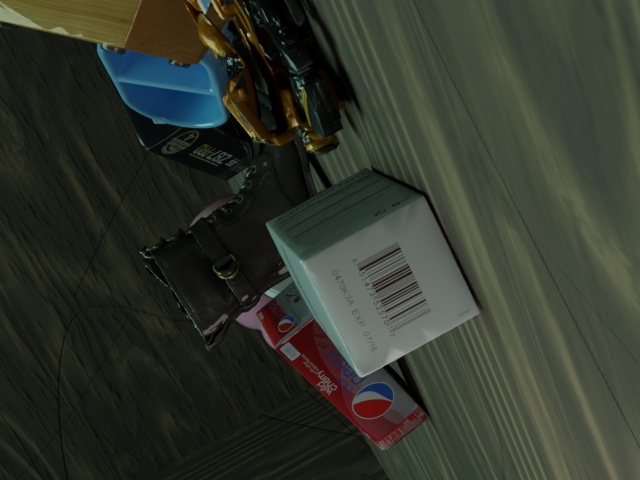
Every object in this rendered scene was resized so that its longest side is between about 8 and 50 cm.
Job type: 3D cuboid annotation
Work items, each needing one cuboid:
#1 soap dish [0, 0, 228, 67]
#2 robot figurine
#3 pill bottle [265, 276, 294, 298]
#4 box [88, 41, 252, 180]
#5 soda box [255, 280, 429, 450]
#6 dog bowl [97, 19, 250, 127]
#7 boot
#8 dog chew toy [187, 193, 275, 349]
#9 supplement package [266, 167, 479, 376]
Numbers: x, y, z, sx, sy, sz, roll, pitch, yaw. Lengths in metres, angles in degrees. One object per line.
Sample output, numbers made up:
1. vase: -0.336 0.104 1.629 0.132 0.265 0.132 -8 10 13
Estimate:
1. soap dish: -0.253 -0.257 1.144 0.229 0.291 0.118 -15 -62 -74
2. robot figurine: -0.072 -0.195 0.953 0.291 0.085 0.211 63 176 -8
3. pill bottle: -0.059 0.039 1.880 0.119 0.119 0.208 62 175 1
4. box: -0.256 -0.298 1.775 0.395 0.097 0.318 61 -167 12
5. soda box: 0.031 0.165 1.520 0.263 0.083 0.092 48 -177 -34
6. dog bowl: -0.179 -0.216 1.391 0.297 0.166 0.074 81 -161 -75
7. boot: -0.105 -0.031 1.328 0.263 0.229 0.091 60 174 22
8. dog chew toy: -0.110 0.074 2.194 0.332 0.207 0.206 53 173 11
9. supplement package: 0.035 0.019 0.917 0.105 0.105 0.179 62 175 -13
